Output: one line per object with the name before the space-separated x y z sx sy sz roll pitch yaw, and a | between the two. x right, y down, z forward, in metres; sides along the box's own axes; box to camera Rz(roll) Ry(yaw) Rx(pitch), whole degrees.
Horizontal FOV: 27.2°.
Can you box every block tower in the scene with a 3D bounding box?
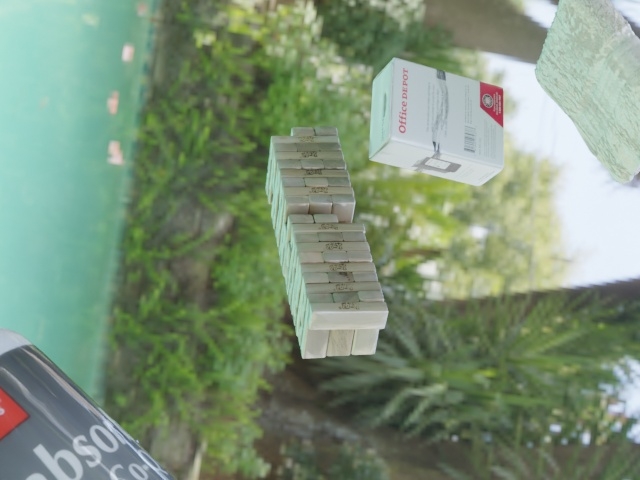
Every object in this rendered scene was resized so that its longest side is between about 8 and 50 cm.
block tower | 0.000 0.000 1.608 0.335 0.090 0.097 -104 -164 -48

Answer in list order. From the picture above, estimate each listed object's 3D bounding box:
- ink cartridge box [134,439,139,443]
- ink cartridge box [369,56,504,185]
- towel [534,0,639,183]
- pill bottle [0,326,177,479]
ink cartridge box | -0.324 0.272 1.182 0.270 0.395 0.151 7 75 -76
ink cartridge box | 0.135 -0.137 1.550 0.063 0.150 0.109 140 -42 -59
towel | 0.318 -0.170 1.489 0.187 0.049 0.282 54 -6 13
pill bottle | -0.221 0.190 0.895 0.210 0.363 0.210 -47 174 -7
